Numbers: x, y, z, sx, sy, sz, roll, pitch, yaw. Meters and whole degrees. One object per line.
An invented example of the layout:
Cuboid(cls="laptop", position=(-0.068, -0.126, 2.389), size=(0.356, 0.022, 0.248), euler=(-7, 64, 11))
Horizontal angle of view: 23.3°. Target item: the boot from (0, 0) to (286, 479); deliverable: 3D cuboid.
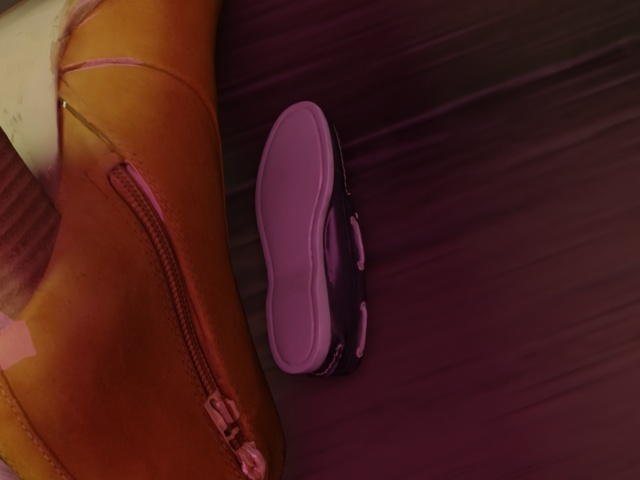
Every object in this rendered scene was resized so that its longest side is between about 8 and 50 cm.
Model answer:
Cuboid(cls="boot", position=(-0.071, -0.002, 0.654), size=(0.104, 0.295, 0.211), euler=(-18, 112, 29))

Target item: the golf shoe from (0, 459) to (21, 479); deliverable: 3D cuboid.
Cuboid(cls="golf shoe", position=(-0.135, 0.081, 0.647), size=(0.140, 0.115, 0.306), euler=(-18, 75, -32))

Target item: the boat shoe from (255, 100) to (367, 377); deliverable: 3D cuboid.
Cuboid(cls="boat shoe", position=(0.000, 0.000, 0.701), size=(0.046, 0.038, 0.125), euler=(-19, 69, 41))
